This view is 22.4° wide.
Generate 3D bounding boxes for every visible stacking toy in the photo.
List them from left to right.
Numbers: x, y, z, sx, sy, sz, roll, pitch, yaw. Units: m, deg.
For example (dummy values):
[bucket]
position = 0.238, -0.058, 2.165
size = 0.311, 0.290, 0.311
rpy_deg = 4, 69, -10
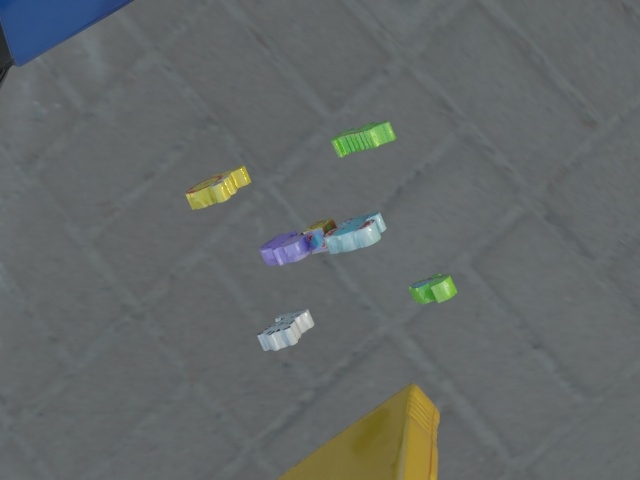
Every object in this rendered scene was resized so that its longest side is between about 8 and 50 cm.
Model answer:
[stacking toy]
position = 0.000, 0.000, 1.431
size = 0.221, 0.052, 0.167
rpy_deg = -15, 106, 36

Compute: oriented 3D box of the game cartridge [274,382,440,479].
[game cartridge]
position = -0.034, 0.258, 1.207
size = 0.285, 0.324, 0.053
rpy_deg = -37, 98, 16

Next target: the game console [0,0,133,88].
[game console]
position = -0.179, -0.189, 0.763
size = 0.250, 0.293, 0.173
rpy_deg = 25, 75, 1
